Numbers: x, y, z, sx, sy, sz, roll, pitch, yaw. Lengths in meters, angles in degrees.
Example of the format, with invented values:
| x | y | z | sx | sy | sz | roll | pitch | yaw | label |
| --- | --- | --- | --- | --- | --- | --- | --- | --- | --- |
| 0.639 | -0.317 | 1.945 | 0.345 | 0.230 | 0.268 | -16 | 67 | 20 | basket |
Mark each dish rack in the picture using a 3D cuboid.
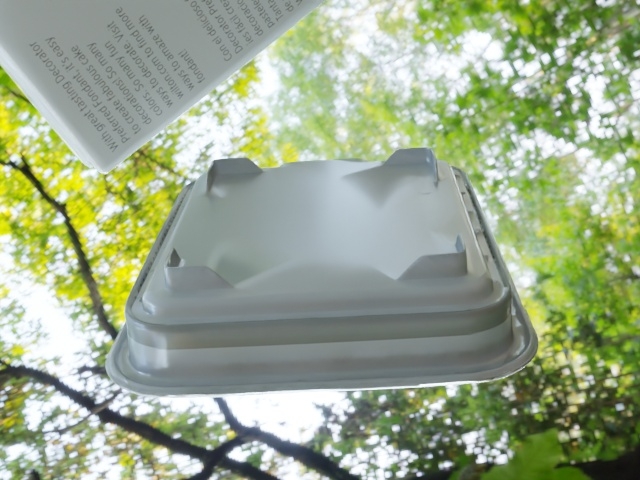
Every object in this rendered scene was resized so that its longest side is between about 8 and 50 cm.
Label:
| x | y | z | sx | sy | sz | roll | pitch | yaw | label |
| --- | --- | --- | --- | --- | --- | --- | --- | --- | --- |
| 0.000 | 0.000 | 0.692 | 0.333 | 0.286 | 0.072 | -86 | -8 | -68 | dish rack |

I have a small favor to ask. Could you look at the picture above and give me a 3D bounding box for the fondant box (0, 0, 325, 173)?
| x | y | z | sx | sy | sz | roll | pitch | yaw | label |
| --- | --- | --- | --- | --- | --- | --- | --- | --- | --- |
| -0.064 | -0.231 | 0.458 | 0.330 | 0.096 | 0.238 | -41 | -61 | -11 | fondant box |
